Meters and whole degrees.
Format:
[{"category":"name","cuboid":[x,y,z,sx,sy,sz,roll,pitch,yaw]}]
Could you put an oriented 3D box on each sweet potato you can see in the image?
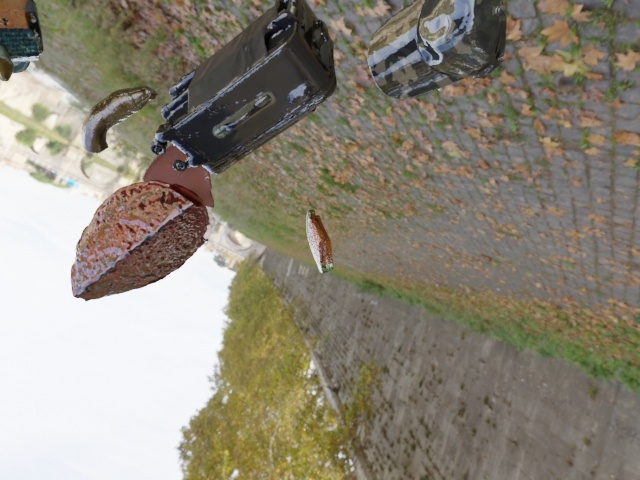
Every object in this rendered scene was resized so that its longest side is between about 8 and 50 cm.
[{"category":"sweet potato","cuboid":[-0.600,-0.369,1.263,0.112,0.286,0.085,55,-169,-18]}]

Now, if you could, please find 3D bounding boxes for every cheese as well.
[{"category":"cheese","cuboid":[-0.365,-0.209,1.183,0.203,0.177,0.128,20,-176,-17]}]

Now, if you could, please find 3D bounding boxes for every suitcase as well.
[{"category":"suitcase","cuboid":[-0.160,-0.332,0.947,0.434,0.283,0.194,-27,132,27]}]

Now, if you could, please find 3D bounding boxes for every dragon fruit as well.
[{"category":"dragon fruit","cuboid":[-0.371,-0.017,0.919,0.152,0.317,0.205,54,-176,17]}]

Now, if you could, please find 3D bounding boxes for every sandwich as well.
[{"category":"sandwich","cuboid":[0.001,0.004,0.706,0.069,0.026,0.101,97,156,-50]}]

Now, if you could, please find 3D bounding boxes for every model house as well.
[{"category":"model house","cuboid":[-0.853,-0.489,1.118,0.291,0.253,0.184,59,146,25]}]

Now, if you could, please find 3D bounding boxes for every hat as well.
[{"category":"hat","cuboid":[0.334,-0.583,1.289,0.366,0.382,0.257,55,-164,-17]}]

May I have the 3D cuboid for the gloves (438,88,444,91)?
[{"category":"gloves","cuboid":[0.372,-0.673,1.525,0.301,0.197,0.152,62,-176,-5]}]
